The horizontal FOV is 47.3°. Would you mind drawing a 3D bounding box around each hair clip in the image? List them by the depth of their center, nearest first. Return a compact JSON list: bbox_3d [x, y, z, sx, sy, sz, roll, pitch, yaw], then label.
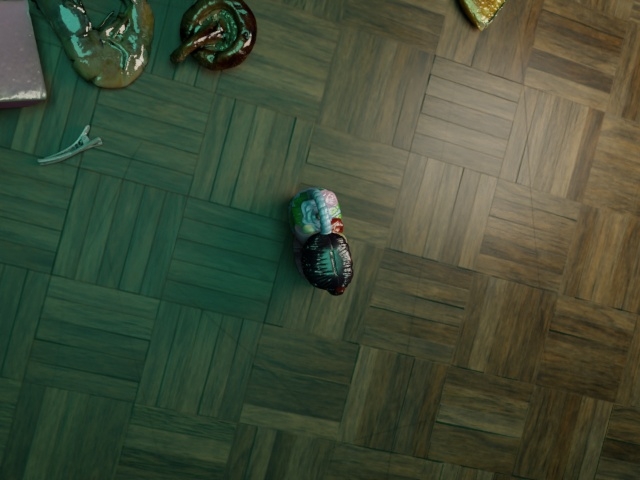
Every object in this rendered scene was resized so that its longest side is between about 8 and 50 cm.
[{"bbox_3d":[-0.451,-0.166,1.303,0.115,0.030,0.039,-28,80,-12],"label":"hair clip"}]

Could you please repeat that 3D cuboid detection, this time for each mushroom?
[{"bbox_3d":[-0.198,-0.368,1.324,0.171,0.080,0.135,-31,87,-9],"label":"mushroom"}]

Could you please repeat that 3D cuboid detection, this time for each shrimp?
[{"bbox_3d":[-0.397,-0.414,1.281,0.178,0.075,0.289,-33,99,-17],"label":"shrimp"}]

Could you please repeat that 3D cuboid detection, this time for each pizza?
[{"bbox_3d":[0.340,-0.533,1.461,0.176,0.036,0.184,-29,97,-12],"label":"pizza"}]

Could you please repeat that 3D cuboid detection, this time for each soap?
[{"bbox_3d":[-0.586,-0.301,1.170,0.259,0.081,0.181,-19,100,-50],"label":"soap"}]

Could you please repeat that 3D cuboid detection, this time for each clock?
[{"bbox_3d":[0.000,0.000,1.331,0.100,0.195,0.194,-13,98,-9],"label":"clock"}]
